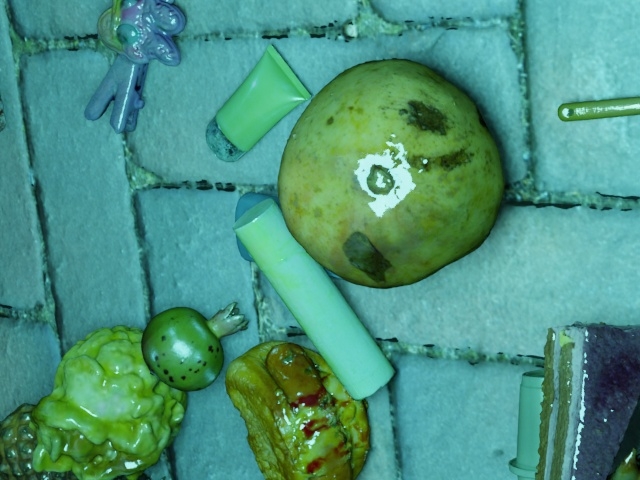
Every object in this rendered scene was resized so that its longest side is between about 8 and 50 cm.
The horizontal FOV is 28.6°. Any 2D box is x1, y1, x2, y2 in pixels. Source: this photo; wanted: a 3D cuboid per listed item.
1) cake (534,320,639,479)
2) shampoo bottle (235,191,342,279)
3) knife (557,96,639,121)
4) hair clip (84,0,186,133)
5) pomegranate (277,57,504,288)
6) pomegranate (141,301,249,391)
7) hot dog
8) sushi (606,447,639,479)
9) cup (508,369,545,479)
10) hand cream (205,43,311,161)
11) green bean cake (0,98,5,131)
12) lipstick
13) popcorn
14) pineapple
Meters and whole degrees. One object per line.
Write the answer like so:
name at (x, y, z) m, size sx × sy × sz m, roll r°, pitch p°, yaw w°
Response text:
cake at (0.296, 0.217, 1.456) m, size 0.112 × 0.116 × 0.295 m, roll 20°, pitch 80°, yaw -6°
shampoo bottle at (0.000, 0.000, 1.727) m, size 0.258 × 0.061 × 0.104 m, roll 11°, pitch 116°, yaw 32°
knife at (0.396, -0.148, 1.433) m, size 0.256 × 0.022 × 0.046 m, roll -2°, pitch 96°, yaw 31°
hair clip at (-0.264, -0.268, 1.817) m, size 0.137 × 0.090 × 0.278 m, roll 29°, pitch 119°, yaw 15°
pomegranate at (0.083, -0.083, 1.528) m, size 0.281 × 0.281 × 0.281 m, roll 11°, pitch 109°, yaw 32°
pomegranate at (-0.191, 0.144, 1.853) m, size 0.129 × 0.159 × 0.129 m, roll 32°, pitch 160°, yaw 14°
hot dog at (-0.021, 0.260, 1.774) m, size 0.153 × 0.150 × 0.257 m, roll -24°, pitch 89°, yaw 47°
sushi at (0.484, 0.309, 1.411) m, size 0.343 × 0.182 × 0.196 m, roll 7°, pitch 101°, yaw 30°
cup at (0.295, 0.234, 1.570) m, size 0.120 × 0.120 × 0.141 m, roll -2°, pitch 88°, yaw 35°
hand cream at (-0.094, -0.181, 1.753) m, size 0.175 × 0.046 × 0.095 m, roll -43°, pitch 77°, yaw 29°
green bean cake at (-0.587, -0.234, 2.071) m, size 0.135 × 0.056 × 0.136 m, roll -6°, pitch 100°, yaw 37°
lipstick at (-0.006, 0.085, 1.696) m, size 0.076 × 0.076 × 0.304 m, roll -23°, pitch 109°, yaw 37°
popcorn at (-0.318, 0.261, 1.921) m, size 0.212 × 0.259 × 0.259 m, roll 22°, pitch 117°, yaw 4°
pineapple at (-0.362, 0.387, 2.045) m, size 0.361 × 0.175 × 0.175 m, roll 19°, pitch 114°, yaw 20°
